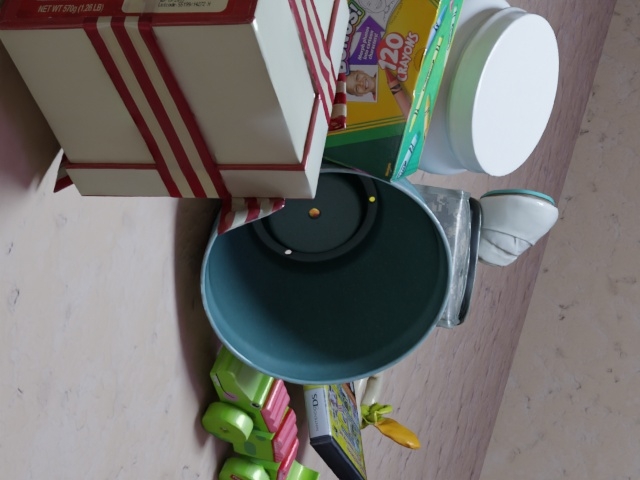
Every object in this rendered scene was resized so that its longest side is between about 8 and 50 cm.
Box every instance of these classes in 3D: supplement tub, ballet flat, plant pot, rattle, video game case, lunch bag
[{"bbox_3d":[0.105,-0.209,1.634,0.228,0.316,0.228,-29,128,-45],"label":"supplement tub"},{"bbox_3d":[0.299,-0.010,2.415,0.400,0.139,0.139,175,-71,-69],"label":"ballet flat"},{"bbox_3d":[0.000,0.000,1.633,0.196,0.293,0.293,-99,-172,-59],"label":"plant pot"},{"bbox_3d":[0.120,0.235,2.286,0.130,0.142,0.200,38,70,-49],"label":"rattle"},{"bbox_3d":[0.015,0.217,1.971,0.275,0.035,0.248,62,18,-62],"label":"video game case"},{"bbox_3d":[0.184,0.026,2.307,0.287,0.169,0.235,1,95,-79],"label":"lunch bag"}]

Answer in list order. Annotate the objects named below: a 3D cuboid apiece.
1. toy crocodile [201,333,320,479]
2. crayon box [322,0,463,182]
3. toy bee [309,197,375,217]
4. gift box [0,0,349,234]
[{"bbox_3d":[-0.077,0.242,1.756,0.340,0.105,0.115,79,28,-47],"label":"toy crocodile"},{"bbox_3d":[0.054,-0.223,1.467,0.081,0.165,0.278,-23,130,-62],"label":"crayon box"},{"bbox_3d":[0.069,0.005,1.936,0.298,0.162,0.195,25,70,-69],"label":"toy bee"},{"bbox_3d":[-0.125,-0.164,1.168,0.258,0.255,0.276,70,30,-54],"label":"gift box"}]
